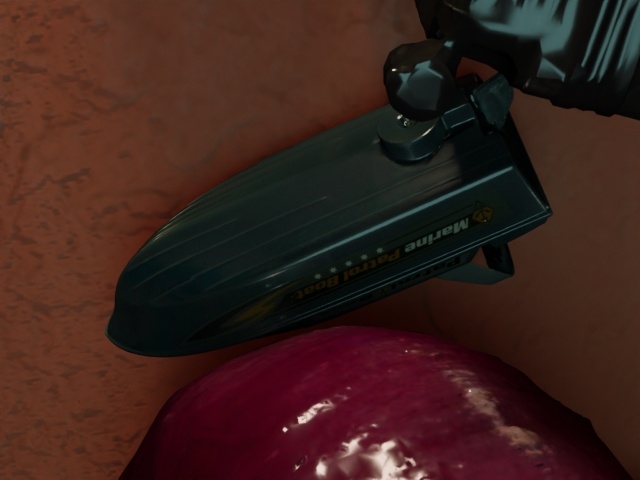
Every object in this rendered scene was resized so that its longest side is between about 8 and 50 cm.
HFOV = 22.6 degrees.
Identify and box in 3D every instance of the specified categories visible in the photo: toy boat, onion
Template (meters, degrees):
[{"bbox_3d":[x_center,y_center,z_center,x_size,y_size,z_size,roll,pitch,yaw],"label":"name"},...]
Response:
[{"bbox_3d":[0.000,0.000,0.814,0.246,0.093,0.103,-23,132,8],"label":"toy boat"},{"bbox_3d":[0.077,0.203,0.809,0.385,0.348,0.347,-12,117,-38],"label":"onion"}]

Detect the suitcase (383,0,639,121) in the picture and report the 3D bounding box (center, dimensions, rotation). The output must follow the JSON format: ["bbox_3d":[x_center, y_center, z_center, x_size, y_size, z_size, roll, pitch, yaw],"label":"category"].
[{"bbox_3d":[0.137,-0.220,0.655,0.152,0.229,0.335,14,111,-8],"label":"suitcase"}]
